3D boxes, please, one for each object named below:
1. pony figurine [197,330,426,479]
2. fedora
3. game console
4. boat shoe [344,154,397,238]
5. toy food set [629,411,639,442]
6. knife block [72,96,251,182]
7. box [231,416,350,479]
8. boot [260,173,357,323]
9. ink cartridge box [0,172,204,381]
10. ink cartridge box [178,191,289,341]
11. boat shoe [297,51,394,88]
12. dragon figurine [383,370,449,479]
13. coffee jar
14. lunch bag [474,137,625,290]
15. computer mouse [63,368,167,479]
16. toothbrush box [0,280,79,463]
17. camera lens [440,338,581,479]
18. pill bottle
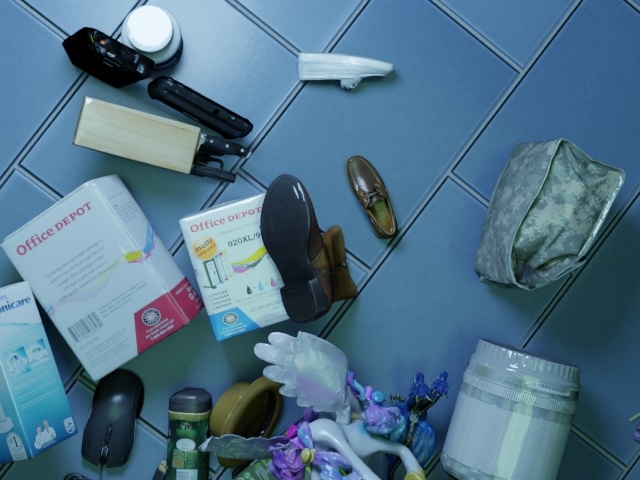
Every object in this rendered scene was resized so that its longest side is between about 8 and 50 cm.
[{"bbox_3d":[0.011,0.349,1.716,0.351,0.363,0.303,16,120,-40],"label":"pony figurine"},{"bbox_3d":[-0.151,0.332,1.851,0.079,0.194,0.194,24,89,29],"label":"fedora"},{"bbox_3d":[-0.294,-0.278,1.787,0.361,0.213,0.044,28,82,-25],"label":"game console"},{"bbox_3d":[0.104,-0.085,1.890,0.064,0.060,0.178,-26,94,-5],"label":"boat shoe"},{"bbox_3d":[0.682,0.403,1.989,0.078,0.019,0.122,-30,95,-4],"label":"toy food set"},{"bbox_3d":[-0.272,-0.173,1.764,0.242,0.276,0.088,13,90,23],"label":"knife block"},{"bbox_3d":[-0.045,0.473,1.903,0.184,0.045,0.190,-39,96,-5],"label":"box"},{"bbox_3d":[0.000,0.000,1.776,0.096,0.280,0.264,-16,93,22],"label":"boot"},{"bbox_3d":[-0.392,0.064,1.783,0.226,0.131,0.306,-31,94,14],"label":"ink cartridge box"},{"bbox_3d":[-0.147,0.043,1.813,0.171,0.168,0.232,-17,94,-4],"label":"ink cartridge box"},{"bbox_3d":[0.047,-0.324,1.878,0.184,0.066,0.063,3,106,-8],"label":"boat shoe"},{"bbox_3d":[0.168,0.376,1.871,0.085,0.144,0.289,17,90,-6],"label":"dragon figurine"},{"bbox_3d":[-0.249,0.373,1.851,0.079,0.096,0.184,3,91,4],"label":"coffee jar"},{"bbox_3d":[0.408,-0.032,1.837,0.169,0.235,0.287,27,89,-9],"label":"lunch bag"},{"bbox_3d":[-0.368,0.388,1.857,0.184,0.060,0.262,19,90,-6],"label":"computer mouse"},{"bbox_3d":[-0.592,0.244,1.750,0.216,0.126,0.295,-16,95,29],"label":"toothbrush box"},{"bbox_3d":[0.360,0.344,1.852,0.219,0.219,0.274,16,90,-6],"label":"camera lens"},{"bbox_3d":[-0.306,-0.369,1.777,0.108,0.180,0.108,0,92,-6],"label":"pill bottle"}]
